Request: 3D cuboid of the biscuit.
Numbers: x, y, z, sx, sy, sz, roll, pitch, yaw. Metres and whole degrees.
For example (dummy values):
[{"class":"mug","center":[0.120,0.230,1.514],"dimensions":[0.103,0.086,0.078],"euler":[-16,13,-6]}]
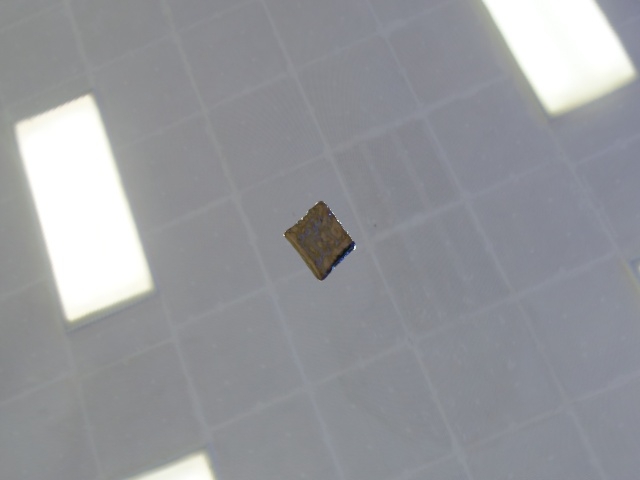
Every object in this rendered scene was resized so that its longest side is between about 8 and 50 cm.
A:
[{"class":"biscuit","center":[0.000,0.000,1.059],"dimensions":[0.081,0.018,0.083],"euler":[52,-126,-10]}]
